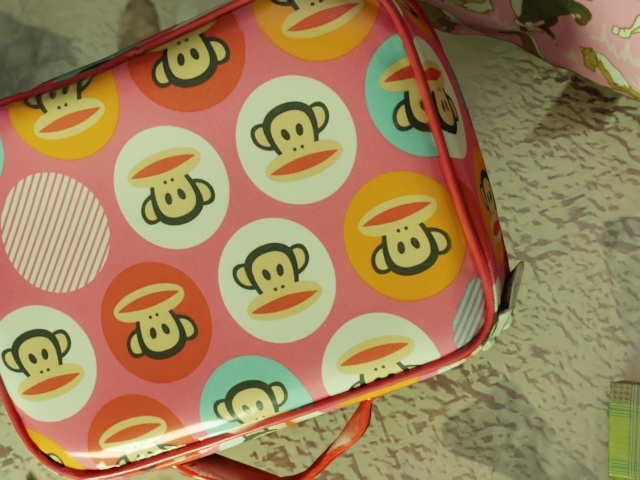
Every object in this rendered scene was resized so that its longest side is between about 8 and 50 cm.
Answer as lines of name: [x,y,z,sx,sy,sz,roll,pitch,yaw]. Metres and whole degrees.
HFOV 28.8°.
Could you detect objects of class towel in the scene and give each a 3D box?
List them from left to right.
towel: [0.207,0.111,0.710,0.083,0.009,0.060,2,75,11]

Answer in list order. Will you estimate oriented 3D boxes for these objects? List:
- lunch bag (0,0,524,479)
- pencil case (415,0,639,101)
lunch bag: [-0.047,0.011,0.685,0.293,0.120,0.258,-18,93,15]
pencil case: [0.217,-0.123,0.660,0.386,0.167,0.160,32,99,29]
